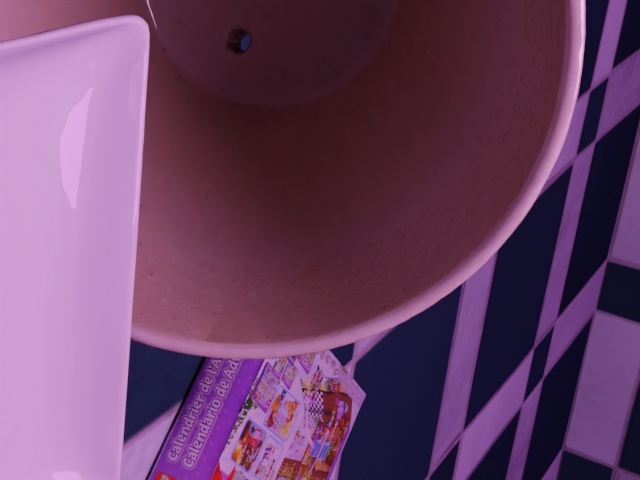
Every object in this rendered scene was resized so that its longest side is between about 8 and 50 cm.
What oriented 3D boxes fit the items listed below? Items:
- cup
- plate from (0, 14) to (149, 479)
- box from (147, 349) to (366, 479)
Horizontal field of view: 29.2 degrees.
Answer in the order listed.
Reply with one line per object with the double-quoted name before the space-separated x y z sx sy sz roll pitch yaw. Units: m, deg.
"cup" -0.038 -0.132 0.688 0.237 0.331 0.331 -85 -176 -70
"plate" -0.177 0.052 0.512 0.277 0.045 0.278 -29 130 -57
"box" -0.050 0.188 1.162 0.201 0.057 0.293 -66 157 -16
